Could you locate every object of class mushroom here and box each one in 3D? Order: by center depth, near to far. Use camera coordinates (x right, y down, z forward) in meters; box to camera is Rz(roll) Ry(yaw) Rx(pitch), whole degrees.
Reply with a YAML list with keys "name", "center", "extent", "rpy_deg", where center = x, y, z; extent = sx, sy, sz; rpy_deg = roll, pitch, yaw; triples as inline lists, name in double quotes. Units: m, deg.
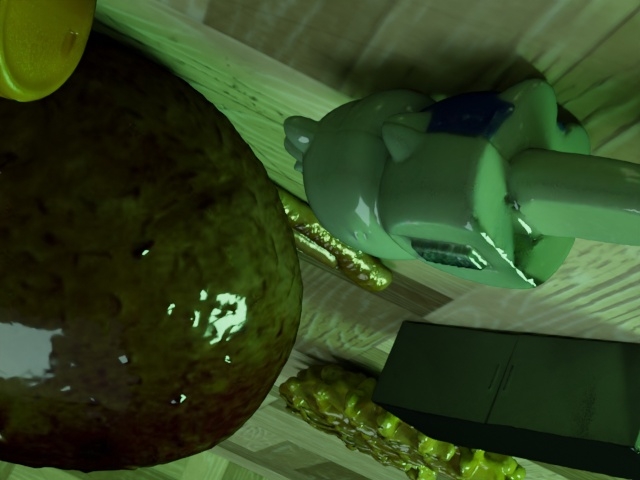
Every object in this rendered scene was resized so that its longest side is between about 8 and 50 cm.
- name: "mushroom"
  center: [-0.148, 0.002, 0.799]
  extent: [0.331, 0.356, 0.334]
  rpy_deg: [19, 123, 38]

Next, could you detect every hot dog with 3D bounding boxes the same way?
- name: "hot dog"
  center: [0.000, 0.000, 0.865]
  extent: [0.137, 0.028, 0.044]
  rpy_deg: [35, 166, -35]

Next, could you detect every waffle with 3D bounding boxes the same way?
- name: "waffle"
  center: [0.081, 0.208, 1.303]
  extent: [0.260, 0.069, 0.293]
  rpy_deg: [33, 163, -19]

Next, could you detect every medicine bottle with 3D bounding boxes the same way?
- name: "medicine bottle"
  center: [-0.224, -0.143, 0.623]
  extent: [0.192, 0.096, 0.096]
  rpy_deg: [19, 162, 18]

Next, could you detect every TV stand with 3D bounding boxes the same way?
- name: "TV stand"
  center: [0.168, 0.125, 0.921]
  extent: [0.088, 0.082, 0.270]
  rpy_deg: [37, 157, -32]

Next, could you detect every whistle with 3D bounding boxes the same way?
- name: "whistle"
  center: [0.075, -0.030, 0.574]
  extent: [0.244, 0.092, 0.110]
  rpy_deg: [8, 155, 45]
